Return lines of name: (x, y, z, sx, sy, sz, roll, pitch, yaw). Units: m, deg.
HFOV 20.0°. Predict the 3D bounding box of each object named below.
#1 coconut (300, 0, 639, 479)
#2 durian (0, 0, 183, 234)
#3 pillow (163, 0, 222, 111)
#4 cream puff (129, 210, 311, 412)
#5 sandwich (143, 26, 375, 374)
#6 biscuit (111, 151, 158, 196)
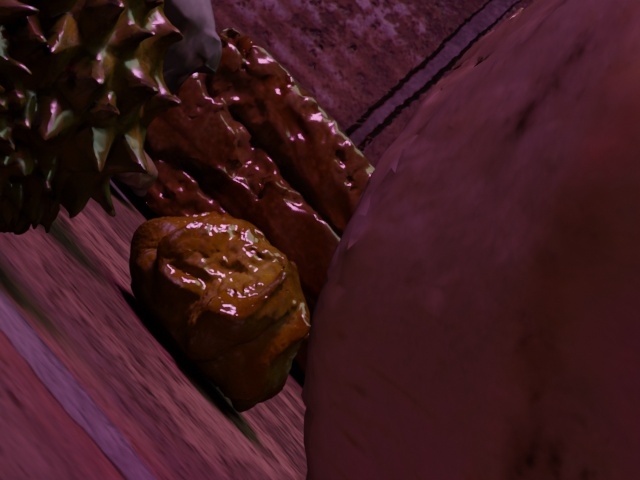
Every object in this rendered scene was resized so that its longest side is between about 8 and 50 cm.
coconut: (0.185, 0.047, 0.471, 0.352, 0.352, 0.352, 47, 1, -1)
durian: (-0.109, -0.095, 0.498, 0.186, 0.119, 0.108, 49, -3, 8)
pillow: (-0.190, -0.202, 0.686, 0.310, 0.138, 0.283, 45, 1, -42)
cream puff: (-0.037, 0.023, 0.723, 0.083, 0.058, 0.083, 49, -2, -23)
sandwich: (-0.001, 0.000, 1.217, 0.262, 0.131, 0.325, 46, 0, 0)
biscuit: (-0.187, -0.127, 1.008, 0.250, 0.032, 0.133, 48, 0, 9)
